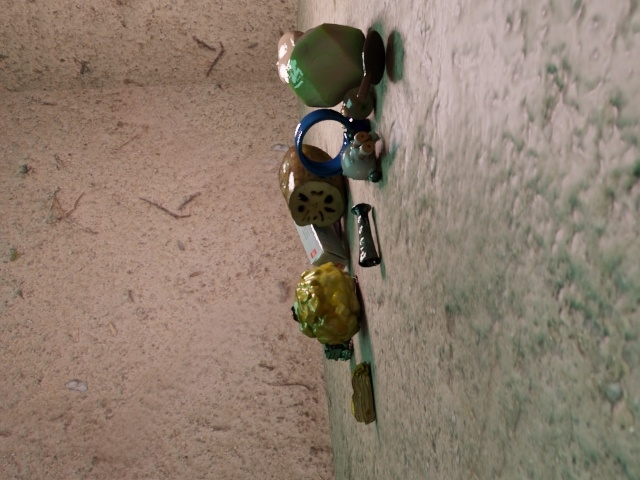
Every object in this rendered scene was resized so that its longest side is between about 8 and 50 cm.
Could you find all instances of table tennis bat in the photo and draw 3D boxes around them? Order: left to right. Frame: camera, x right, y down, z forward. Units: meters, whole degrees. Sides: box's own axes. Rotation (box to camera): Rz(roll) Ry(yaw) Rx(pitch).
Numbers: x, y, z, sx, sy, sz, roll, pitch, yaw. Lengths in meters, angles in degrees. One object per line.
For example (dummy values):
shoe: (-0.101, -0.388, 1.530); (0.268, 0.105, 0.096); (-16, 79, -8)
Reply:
table tennis bat: (0.151, -0.359, 1.149); (0.107, 0.119, 0.170); (52, -130, -52)

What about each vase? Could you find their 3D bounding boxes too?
vase: (0.119, -0.014, 1.474); (0.059, 0.059, 0.167); (97, 169, -63)

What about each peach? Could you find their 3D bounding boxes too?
peach: (0.093, -0.342, 1.385); (0.083, 0.083, 0.083); (176, 90, -85)

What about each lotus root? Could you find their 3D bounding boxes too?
lotus root: (-0.037, -0.219, 2.055); (0.346, 0.250, 0.250); (-111, 17, -52)

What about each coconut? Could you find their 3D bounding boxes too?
coconut: (0.021, -0.458, 1.442); (0.205, 0.235, 0.236); (55, 159, 30)

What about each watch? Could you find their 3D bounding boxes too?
watch: (0.031, -0.257, 1.511); (0.171, 0.200, 0.196); (-121, 31, -72)

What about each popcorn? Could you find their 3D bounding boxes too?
popcorn: (0.029, 0.208, 1.835); (0.252, 0.215, 0.286); (43, -147, -47)

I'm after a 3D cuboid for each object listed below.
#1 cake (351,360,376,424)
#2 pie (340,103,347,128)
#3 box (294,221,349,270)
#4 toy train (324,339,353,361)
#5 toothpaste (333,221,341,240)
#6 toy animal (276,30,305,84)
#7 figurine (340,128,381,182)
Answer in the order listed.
cake: (0.120, 0.470, 1.724); (0.116, 0.079, 0.185); (122, 140, -77)
pie: (0.077, -0.410, 1.850); (0.084, 0.019, 0.084); (177, 90, -84)
box: (0.000, 0.000, 2.071); (0.079, 0.135, 0.269); (-51, 39, 23)
toy train: (0.064, 0.413, 2.117); (0.170, 0.111, 0.071); (98, 170, -62)
toothpaste: (0.047, -0.074, 2.220); (0.099, 0.068, 0.283); (-15, 71, 40)
toy animal: (-0.032, -0.571, 1.816); (0.229, 0.221, 0.210); (128, 141, -81)
figurine: (0.104, -0.207, 1.351); (0.147, 0.093, 0.197); (63, 163, 8)
